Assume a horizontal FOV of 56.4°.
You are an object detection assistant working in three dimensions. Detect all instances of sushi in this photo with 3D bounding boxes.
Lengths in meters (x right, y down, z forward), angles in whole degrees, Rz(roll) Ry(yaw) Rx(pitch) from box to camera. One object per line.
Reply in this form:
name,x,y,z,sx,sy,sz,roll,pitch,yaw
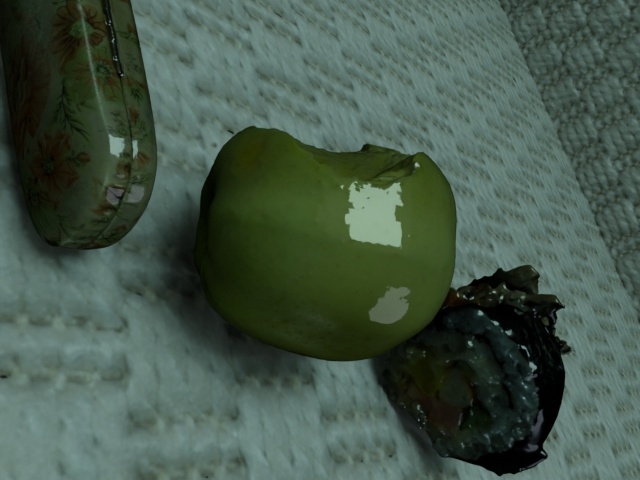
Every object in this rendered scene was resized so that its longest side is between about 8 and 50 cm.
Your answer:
sushi,0.222,0.160,0.809,0.219,0.238,0.225,-34,110,-60

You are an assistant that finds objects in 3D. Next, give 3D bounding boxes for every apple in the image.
apple,0.000,0.000,0.629,0.279,0.279,0.279,30,45,-34

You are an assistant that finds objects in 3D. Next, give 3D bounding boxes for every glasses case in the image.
glasses case,-0.241,-0.196,0.565,0.098,0.156,0.425,4,62,-47
